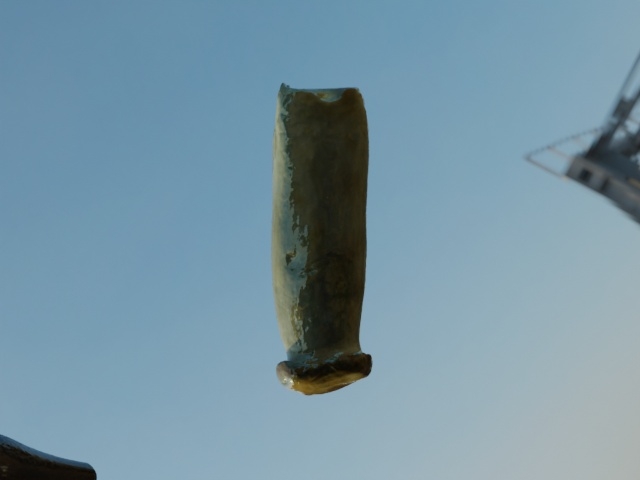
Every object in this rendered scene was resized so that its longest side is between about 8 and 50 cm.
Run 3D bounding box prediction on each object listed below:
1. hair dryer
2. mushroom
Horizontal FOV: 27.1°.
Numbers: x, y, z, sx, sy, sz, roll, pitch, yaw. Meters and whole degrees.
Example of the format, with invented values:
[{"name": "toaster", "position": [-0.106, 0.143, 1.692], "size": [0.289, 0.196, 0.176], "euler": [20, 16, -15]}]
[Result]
[{"name": "hair dryer", "position": [-0.337, 0.240, 1.201], "size": [0.219, 0.075, 0.195], "euler": [-32, -31, 27]}, {"name": "mushroom", "position": [0.000, 0.000, 1.322], "size": [0.081, 0.100, 0.312], "euler": [-166, 75, -76]}]
